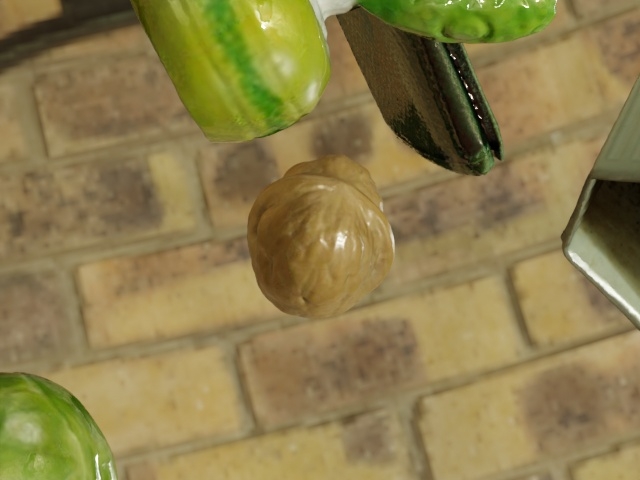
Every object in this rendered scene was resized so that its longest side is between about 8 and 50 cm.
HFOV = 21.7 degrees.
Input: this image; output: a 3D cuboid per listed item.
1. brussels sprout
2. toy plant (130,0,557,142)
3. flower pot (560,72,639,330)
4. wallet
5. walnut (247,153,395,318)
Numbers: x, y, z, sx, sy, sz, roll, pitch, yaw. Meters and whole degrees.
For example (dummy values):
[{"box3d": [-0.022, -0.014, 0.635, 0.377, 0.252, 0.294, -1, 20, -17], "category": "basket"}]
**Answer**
[{"box3d": [-0.186, 0.149, 0.950, 0.155, 0.155, 0.117, 2, 169, -41], "category": "brussels sprout"}, {"box3d": [0.029, -0.203, 1.144, 0.316, 0.224, 0.184, -28, 164, 1], "category": "toy plant"}, {"box3d": [0.354, -0.045, 1.525, 0.209, 0.189, 0.239, 24, 145, 10], "category": "flower pot"}, {"box3d": [0.066, -0.171, 1.406, 0.055, 0.236, 0.160, -35, -150, -18], "category": "wallet"}, {"box3d": [0.000, 0.000, 1.635, 0.149, 0.166, 0.166, 22, 155, -2], "category": "walnut"}]
